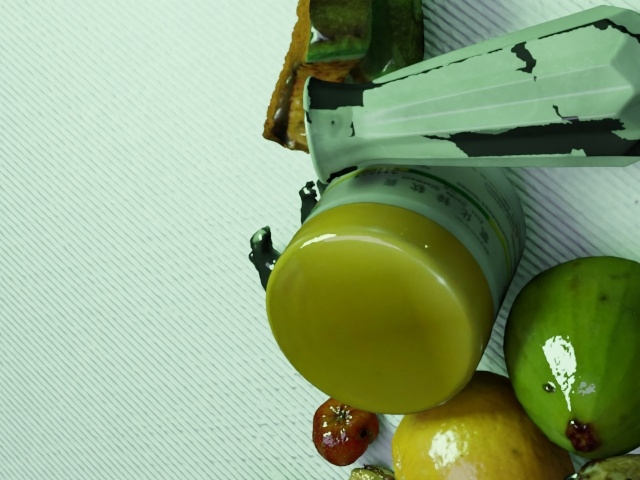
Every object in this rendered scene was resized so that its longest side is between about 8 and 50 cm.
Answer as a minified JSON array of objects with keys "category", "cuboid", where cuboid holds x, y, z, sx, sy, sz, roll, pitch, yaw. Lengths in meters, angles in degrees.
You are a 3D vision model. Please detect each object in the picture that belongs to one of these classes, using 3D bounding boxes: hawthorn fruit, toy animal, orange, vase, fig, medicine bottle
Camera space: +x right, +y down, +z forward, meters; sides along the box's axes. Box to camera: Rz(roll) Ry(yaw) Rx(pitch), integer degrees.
[{"category":"hawthorn fruit","cuboid":[0.029,0.241,2.018,0.093,0.093,0.093,13,110,38]},{"category":"toy animal","cuboid":[0.000,0.000,1.964,0.121,0.094,0.225,47,118,6]},{"category":"orange","cuboid":[0.181,0.254,1.803,0.193,0.219,0.219,-17,91,1]},{"category":"vase","cuboid":[0.169,-0.137,1.646,0.360,0.165,0.165,-8,98,11]},{"category":"fig","cuboid":[0.282,0.128,1.677,0.203,0.225,0.203,10,122,16]},{"category":"medicine bottle","cuboid":[0.087,0.031,1.758,0.238,0.232,0.238,11,127,15]}]

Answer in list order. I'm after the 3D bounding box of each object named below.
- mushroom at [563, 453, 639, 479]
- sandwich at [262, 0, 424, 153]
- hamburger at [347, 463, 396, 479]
[{"category":"mushroom","cuboid":[0.408,0.321,1.560,0.345,0.345,0.259,-25,61,42]},{"category":"sandwich","cuboid":[0.034,-0.208,1.821,0.162,0.250,0.301,11,130,-6]},{"category":"hamburger","cuboid":[0.069,0.323,2.029,0.076,0.044,0.083,26,116,35]}]
